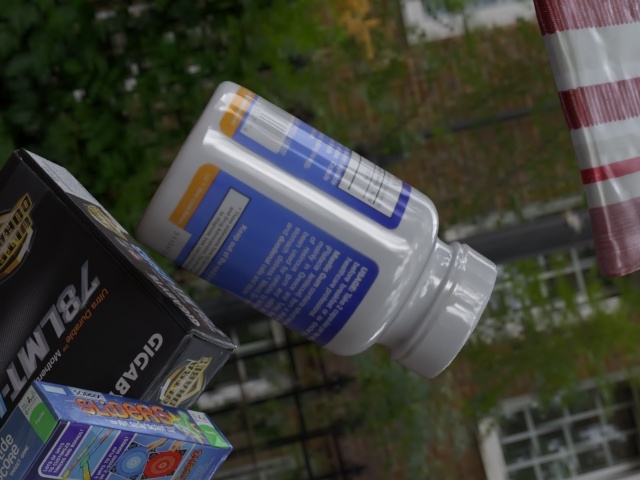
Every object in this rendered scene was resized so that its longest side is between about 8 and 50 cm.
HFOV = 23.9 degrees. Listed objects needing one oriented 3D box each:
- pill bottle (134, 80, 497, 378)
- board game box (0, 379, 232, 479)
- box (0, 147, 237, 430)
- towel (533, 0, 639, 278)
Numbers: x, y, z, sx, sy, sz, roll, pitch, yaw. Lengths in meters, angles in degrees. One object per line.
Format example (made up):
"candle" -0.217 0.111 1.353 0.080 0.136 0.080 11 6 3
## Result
"pill bottle" 0.000 0.000 1.230 0.152 0.272 0.152 -58 -173 11
"board game box" -0.157 0.177 0.864 0.136 0.201 0.035 20 20 -48
"box" -0.254 0.116 1.320 0.293 0.295 0.073 44 11 38
"towel" 0.273 -0.144 1.357 0.037 0.237 0.329 -15 -90 40
